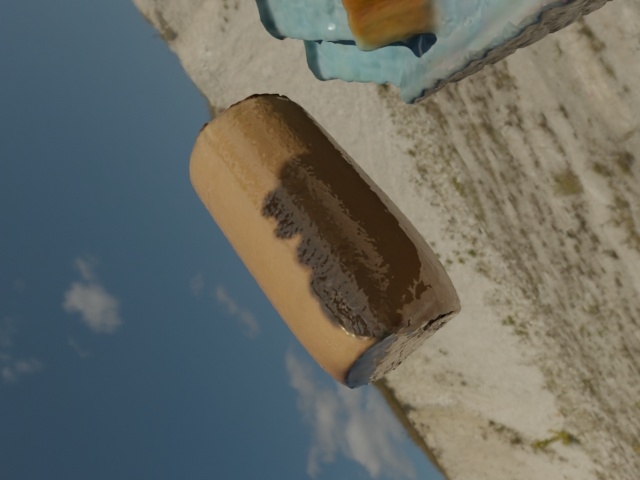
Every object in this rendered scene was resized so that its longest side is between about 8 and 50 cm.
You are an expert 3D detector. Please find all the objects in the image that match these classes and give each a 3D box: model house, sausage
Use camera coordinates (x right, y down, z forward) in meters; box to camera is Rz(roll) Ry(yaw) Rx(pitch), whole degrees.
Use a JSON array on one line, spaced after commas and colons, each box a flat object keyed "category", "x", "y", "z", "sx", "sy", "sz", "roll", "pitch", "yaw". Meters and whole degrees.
[{"category": "model house", "x": 0.156, "y": -0.272, "z": 0.499, "sx": 0.339, "sy": 0.360, "sz": 0.297, "roll": 31, "pitch": 143, "yaw": 47}, {"category": "sausage", "x": 0.000, "y": 0.000, "z": 0.518, "sx": 0.253, "sy": 0.123, "sz": 0.123, "roll": 53, "pitch": -173, "yaw": 35}]
